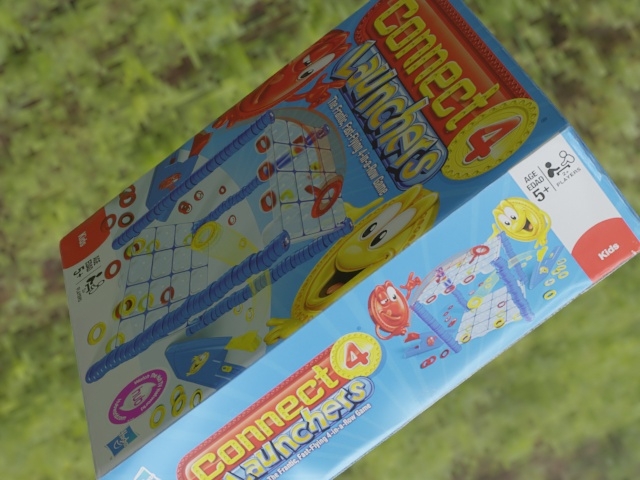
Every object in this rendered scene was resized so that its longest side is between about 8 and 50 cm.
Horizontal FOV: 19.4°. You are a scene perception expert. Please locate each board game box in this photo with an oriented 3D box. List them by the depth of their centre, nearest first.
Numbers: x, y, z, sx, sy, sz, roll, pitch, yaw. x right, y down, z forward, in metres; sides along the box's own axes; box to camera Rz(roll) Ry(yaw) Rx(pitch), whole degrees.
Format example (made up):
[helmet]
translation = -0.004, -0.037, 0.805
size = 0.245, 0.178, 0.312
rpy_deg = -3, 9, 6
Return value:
[board game box]
translation = 0.000, 0.000, 1.080
size = 0.302, 0.086, 0.308
rpy_deg = -38, -154, 6
